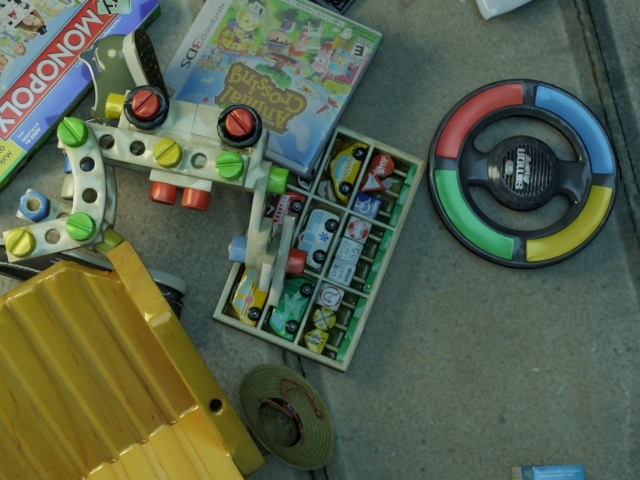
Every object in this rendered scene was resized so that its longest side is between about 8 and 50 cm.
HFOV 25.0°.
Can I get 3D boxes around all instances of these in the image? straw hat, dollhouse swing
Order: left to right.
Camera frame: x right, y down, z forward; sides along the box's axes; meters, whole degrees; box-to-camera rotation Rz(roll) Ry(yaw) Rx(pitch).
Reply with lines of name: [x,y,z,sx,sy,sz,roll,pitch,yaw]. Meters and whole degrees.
dollhouse swing: [-0.239,0.243,1.392,0.347,0.305,0.315,-31,114,-6]
straw hat: [-0.053,0.211,1.618,0.144,0.144,0.061,50,121,4]

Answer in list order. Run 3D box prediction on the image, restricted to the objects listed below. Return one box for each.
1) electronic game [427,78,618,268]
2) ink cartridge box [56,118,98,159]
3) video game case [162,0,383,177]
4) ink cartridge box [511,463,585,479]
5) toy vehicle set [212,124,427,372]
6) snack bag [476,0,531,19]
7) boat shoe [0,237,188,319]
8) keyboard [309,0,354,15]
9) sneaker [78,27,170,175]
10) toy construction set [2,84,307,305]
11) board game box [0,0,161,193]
electronic game: [0.239,-0.080,1.707,0.229,0.048,0.229,1,81,-5]
ink cartridge box: [-0.271,-0.110,1.642,0.048,0.083,0.028,-18,82,-8]
video game case: [-0.063,-0.199,1.685,0.212,0.023,0.193,26,79,13]
ink cartridge box: [0.258,0.341,1.610,0.062,0.104,0.181,-2,81,-6]
toy vehicle set: [0.000,0.000,1.676,0.166,0.035,0.267,22,79,-2]
snack bag: [0.272,-0.459,1.780,0.342,0.037,0.323,-28,84,-10]
boat shoe: [-0.265,0.052,1.617,0.228,0.081,0.068,14,76,-6]
keyboard: [-0.024,-0.360,1.733,0.192,0.038,0.100,38,79,1]
sneaker: [-0.218,-0.144,1.651,0.086,0.064,0.192,-7,113,17]
toy construction set: [-0.160,-0.046,1.553,0.328,0.151,0.215,14,82,-11]
board game box: [-0.367,-0.219,1.671,0.213,0.046,0.317,39,79,2]
